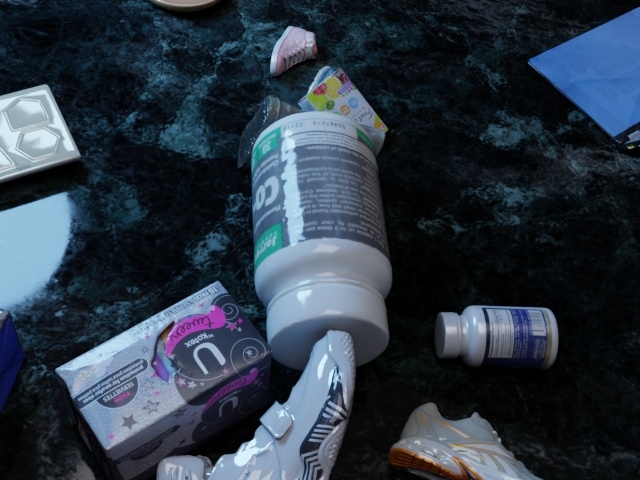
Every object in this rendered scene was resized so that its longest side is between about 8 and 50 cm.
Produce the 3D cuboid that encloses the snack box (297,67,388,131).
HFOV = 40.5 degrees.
[{"bbox_3d":[0.041,-0.220,1.534,0.100,0.037,0.141,-44,101,-29],"label":"snack box"}]

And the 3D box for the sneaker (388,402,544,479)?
[{"bbox_3d":[0.234,0.301,1.197,0.262,0.099,0.121,22,51,7],"label":"sneaker"}]

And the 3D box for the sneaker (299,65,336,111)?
[{"bbox_3d":[0.004,-0.247,1.583,0.073,0.063,0.162,24,60,-9],"label":"sneaker"}]

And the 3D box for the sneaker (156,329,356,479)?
[{"bbox_3d":[-0.084,0.271,1.110,0.210,0.137,0.366,15,75,5],"label":"sneaker"}]

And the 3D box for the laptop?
[{"bbox_3d":[0.694,-0.353,1.640,0.382,0.408,0.236,-28,97,-24],"label":"laptop"}]

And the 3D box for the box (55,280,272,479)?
[{"bbox_3d":[-0.203,0.198,1.167,0.247,0.163,0.142,-30,62,-24],"label":"box"}]

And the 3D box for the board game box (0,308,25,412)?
[{"bbox_3d":[-0.580,0.188,1.139,0.291,0.141,0.232,12,54,1],"label":"board game box"}]

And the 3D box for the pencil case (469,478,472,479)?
[{"bbox_3d":[0.106,0.370,1.113,0.209,0.095,0.098,-8,91,-2],"label":"pencil case"}]

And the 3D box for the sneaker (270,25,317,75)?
[{"bbox_3d":[-0.047,-0.358,1.648,0.070,0.051,0.134,15,50,10],"label":"sneaker"}]

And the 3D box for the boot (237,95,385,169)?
[{"bbox_3d":[-0.020,-0.158,1.467,0.208,0.189,0.076,11,63,-24],"label":"boot"}]

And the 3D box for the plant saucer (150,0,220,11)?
[{"bbox_3d":[-0.275,-0.526,1.746,0.200,0.037,0.200,4,55,-6],"label":"plant saucer"}]

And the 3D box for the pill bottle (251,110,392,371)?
[{"bbox_3d":[0.000,0.000,1.309,0.204,0.204,0.361,0,54,-7],"label":"pill bottle"}]

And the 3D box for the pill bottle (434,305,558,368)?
[{"bbox_3d":[0.263,0.146,1.308,0.169,0.094,0.094,3,55,-5],"label":"pill bottle"}]

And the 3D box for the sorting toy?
[{"bbox_3d":[-0.527,-0.172,1.468,0.193,0.038,0.208,-20,55,-20],"label":"sorting toy"}]
